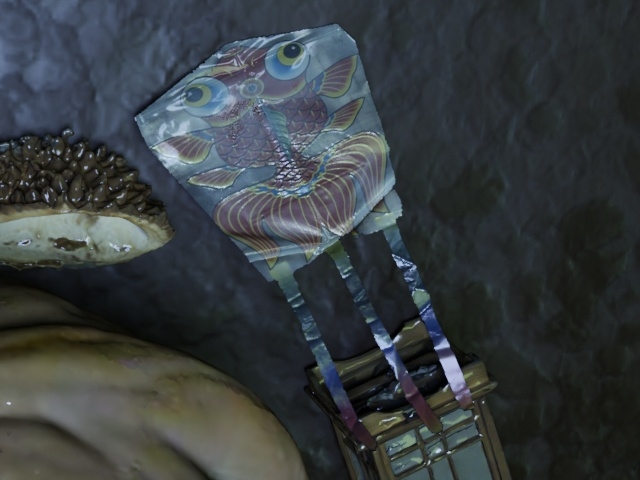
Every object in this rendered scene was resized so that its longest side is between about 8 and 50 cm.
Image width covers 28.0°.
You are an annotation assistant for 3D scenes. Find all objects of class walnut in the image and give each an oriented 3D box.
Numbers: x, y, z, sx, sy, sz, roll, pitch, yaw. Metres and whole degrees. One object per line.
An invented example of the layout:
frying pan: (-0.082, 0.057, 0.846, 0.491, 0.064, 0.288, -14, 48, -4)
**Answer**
walnut: (-0.130, 0.166, 0.561, 0.285, 0.296, 0.285, -16, 132, -18)

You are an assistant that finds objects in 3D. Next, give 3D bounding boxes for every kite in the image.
kite: (0.000, 0.001, 0.664, 0.127, 0.016, 0.229, -23, 84, -12)

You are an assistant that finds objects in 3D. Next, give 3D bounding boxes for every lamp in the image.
lamp: (0.087, 0.211, 0.761, 0.089, 0.090, 0.325, -24, 111, -12)

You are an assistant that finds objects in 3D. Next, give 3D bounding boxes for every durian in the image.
durian: (-0.136, -0.020, 0.650, 0.130, 0.052, 0.066, 4, 142, -18)
